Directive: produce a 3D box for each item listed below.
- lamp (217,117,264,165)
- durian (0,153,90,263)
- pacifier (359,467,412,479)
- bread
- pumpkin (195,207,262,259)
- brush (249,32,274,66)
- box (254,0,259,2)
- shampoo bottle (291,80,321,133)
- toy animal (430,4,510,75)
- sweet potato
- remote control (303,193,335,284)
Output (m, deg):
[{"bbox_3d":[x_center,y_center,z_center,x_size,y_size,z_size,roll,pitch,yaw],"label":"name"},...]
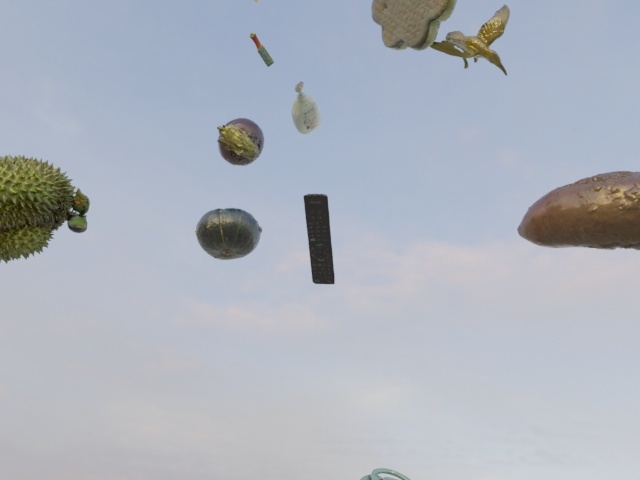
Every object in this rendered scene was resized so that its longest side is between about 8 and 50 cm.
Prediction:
[{"bbox_3d":[-0.248,-0.309,1.934,0.135,0.157,0.156,33,-40,39],"label":"lamp"},{"bbox_3d":[-0.469,-0.058,0.913,0.198,0.146,0.159,-33,-47,-15],"label":"durian"},{"bbox_3d":[0.127,0.492,1.120,0.150,0.127,0.117,16,-66,-15],"label":"pacifier"},{"bbox_3d":[0.191,-0.511,1.303,0.056,0.286,0.207,-3,-47,-28],"label":"bread"},{"bbox_3d":[-0.271,-0.021,1.787,0.190,0.146,0.190,12,-27,6],"label":"pumpkin"},{"bbox_3d":[-0.133,-0.424,1.338,0.018,0.021,0.083,-31,-88,19],"label":"brush"},{"bbox_3d":[-0.080,-0.444,1.007,0.015,0.093,0.058,41,-12,7],"label":"box"},{"bbox_3d":[-0.042,-0.335,1.525,0.077,0.045,0.152,-40,-25,-9],"label":"shampoo bottle"},{"bbox_3d":[0.354,-0.421,1.343,0.155,0.219,0.095,53,-14,-6],"label":"toy animal"},{"bbox_3d":[0.435,-0.047,0.741,0.385,0.109,0.109,-11,-39,27],"label":"sweet potato"},{"bbox_3d":[0.000,0.000,1.484,0.063,0.025,0.245,4,-64,18],"label":"remote control"}]
